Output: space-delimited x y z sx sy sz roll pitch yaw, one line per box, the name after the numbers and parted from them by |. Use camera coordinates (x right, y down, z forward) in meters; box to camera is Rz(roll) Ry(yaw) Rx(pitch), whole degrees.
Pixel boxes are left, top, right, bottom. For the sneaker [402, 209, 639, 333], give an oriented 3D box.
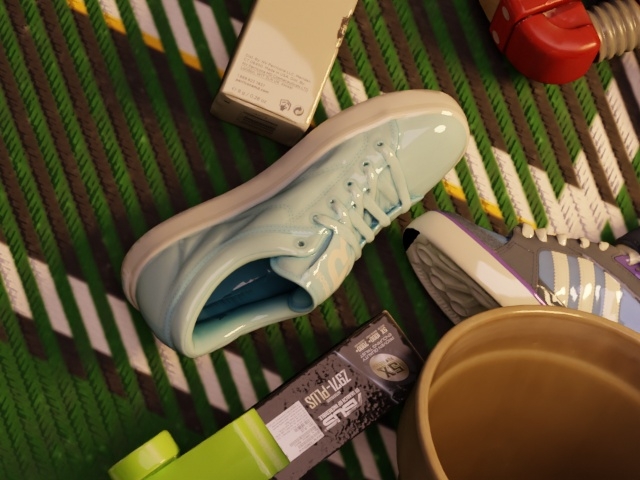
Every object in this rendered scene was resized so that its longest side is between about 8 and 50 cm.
0.265 0.025 1.848 0.323 0.130 0.236 41 69 3 | sneaker

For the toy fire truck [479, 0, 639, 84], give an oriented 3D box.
0.293 -0.199 1.876 0.217 0.158 0.246 -22 76 -11 | toy fire truck

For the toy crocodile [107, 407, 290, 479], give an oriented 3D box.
-0.174 0.267 1.692 0.340 0.105 0.115 -39 87 11 | toy crocodile

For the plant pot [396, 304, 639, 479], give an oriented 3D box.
0.186 0.266 1.686 0.323 0.280 0.323 14 44 -14 | plant pot

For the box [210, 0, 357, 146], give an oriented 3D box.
-0.013 -0.238 1.838 0.094 0.113 0.275 22 81 -6 | box

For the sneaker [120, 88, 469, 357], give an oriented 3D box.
0.000 0.000 1.771 0.366 0.135 0.150 -32 46 -3 | sneaker

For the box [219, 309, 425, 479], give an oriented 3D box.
0.002 0.154 1.768 0.180 0.147 0.077 -36 89 -12 | box
